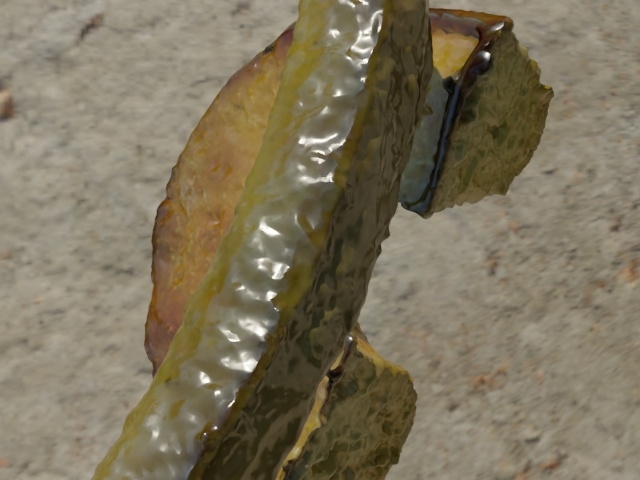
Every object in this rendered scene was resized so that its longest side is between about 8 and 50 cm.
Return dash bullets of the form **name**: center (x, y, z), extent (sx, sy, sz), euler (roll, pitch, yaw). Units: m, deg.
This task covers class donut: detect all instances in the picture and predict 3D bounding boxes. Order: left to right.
- **donut**: center (-0.001, -0.006, 0.726), extent (0.152, 0.101, 0.259), euler (32, 103, 36)

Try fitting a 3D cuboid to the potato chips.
- **potato chips**: center (-0.038, 0.039, 0.570), extent (0.080, 0.057, 0.407), euler (20, 77, 26)
